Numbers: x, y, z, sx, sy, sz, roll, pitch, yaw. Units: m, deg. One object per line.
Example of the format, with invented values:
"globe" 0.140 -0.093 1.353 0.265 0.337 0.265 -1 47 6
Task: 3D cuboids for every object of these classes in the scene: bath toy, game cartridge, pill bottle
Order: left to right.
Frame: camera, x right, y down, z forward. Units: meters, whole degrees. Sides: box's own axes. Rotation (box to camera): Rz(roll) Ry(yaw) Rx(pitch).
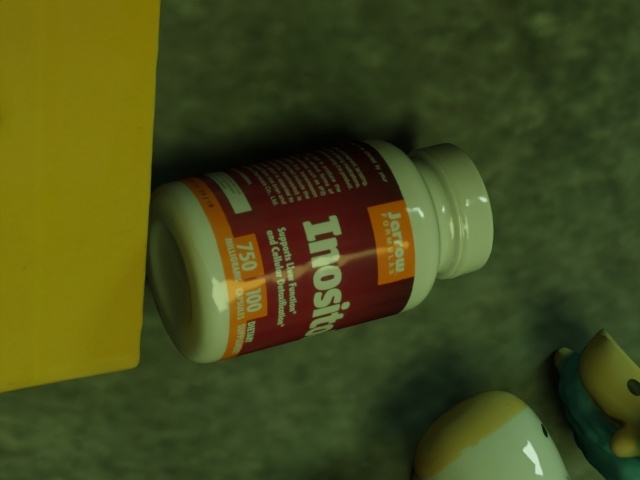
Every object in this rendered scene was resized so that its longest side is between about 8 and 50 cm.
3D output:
"game cartridge" -0.222 -0.049 0.706 0.323 0.053 0.285 -7 123 -23
"pill bottle" 0.000 0.000 0.835 0.152 0.086 0.086 -14 126 -22
"bath toy" 0.044 0.190 0.959 0.348 0.129 0.151 -36 131 -3
